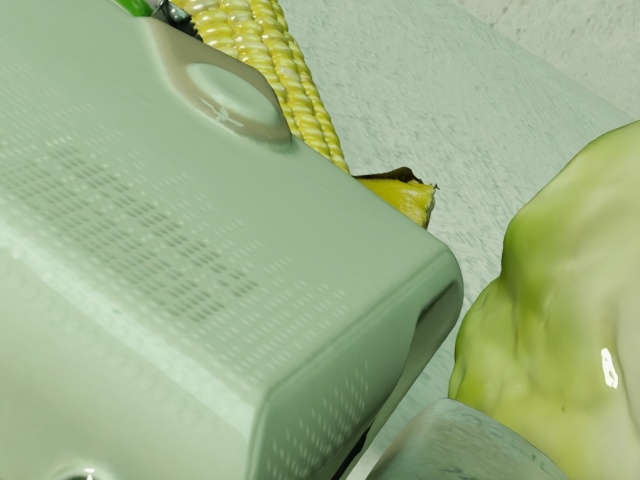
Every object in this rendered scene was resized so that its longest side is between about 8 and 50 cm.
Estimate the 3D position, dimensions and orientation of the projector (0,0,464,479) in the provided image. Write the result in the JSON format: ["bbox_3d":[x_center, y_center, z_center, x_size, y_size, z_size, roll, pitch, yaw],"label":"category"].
[{"bbox_3d":[-0.079,0.030,0.480,0.177,0.163,0.242,37,17,6],"label":"projector"}]

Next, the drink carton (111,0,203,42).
[{"bbox_3d":[-0.183,-0.110,0.742,0.271,0.108,0.161,36,-6,5],"label":"drink carton"}]

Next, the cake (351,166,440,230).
[{"bbox_3d":[-0.001,0.004,0.957,0.116,0.079,0.185,20,25,-2],"label":"cake"}]

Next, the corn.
[{"bbox_3d":[-0.038,-0.045,0.842,0.093,0.093,0.244,21,40,-41],"label":"corn"}]

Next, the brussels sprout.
[{"bbox_3d":[0.188,0.076,0.774,0.273,0.243,0.316,65,13,24],"label":"brussels sprout"}]

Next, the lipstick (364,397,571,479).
[{"bbox_3d":[0.030,0.124,0.575,0.079,0.077,0.253,35,14,4],"label":"lipstick"}]
